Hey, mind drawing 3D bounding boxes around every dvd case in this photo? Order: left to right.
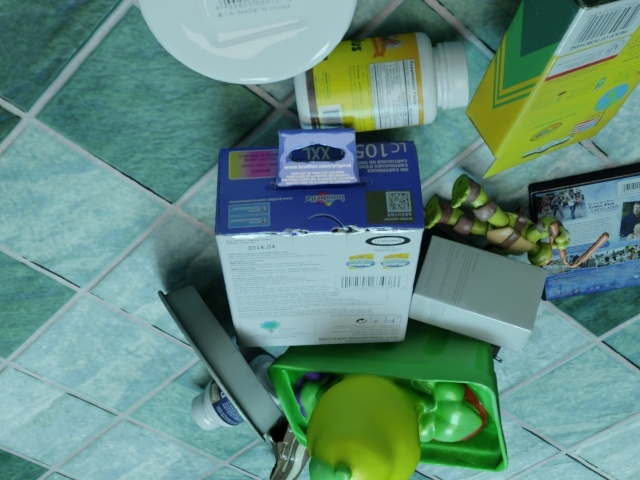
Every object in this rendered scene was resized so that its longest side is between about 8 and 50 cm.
[{"bbox_3d":[0.427,-0.007,1.407,0.180,0.022,0.253,-10,133,9],"label":"dvd case"}]

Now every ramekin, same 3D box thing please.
[{"bbox_3d":[-0.082,-0.313,1.022,0.277,0.135,0.277,-1,134,-1],"label":"ramekin"}]

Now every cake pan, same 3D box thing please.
[{"bbox_3d":[-0.154,0.186,1.422,0.054,0.293,0.293,-35,131,-9],"label":"cake pan"}]

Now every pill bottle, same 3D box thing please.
[{"bbox_3d":[-0.149,0.280,1.616,0.169,0.094,0.094,-30,127,24],"label":"pill bottle"},{"bbox_3d":[0.077,-0.201,1.145,0.215,0.117,0.117,-6,134,4],"label":"pill bottle"}]

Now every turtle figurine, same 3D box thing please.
[{"bbox_3d":[0.280,-0.019,1.336,0.217,0.087,0.269,29,155,-18],"label":"turtle figurine"}]

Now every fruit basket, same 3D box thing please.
[{"bbox_3d":[0.096,0.286,1.397,0.392,0.392,0.283,-11,132,9],"label":"fruit basket"}]

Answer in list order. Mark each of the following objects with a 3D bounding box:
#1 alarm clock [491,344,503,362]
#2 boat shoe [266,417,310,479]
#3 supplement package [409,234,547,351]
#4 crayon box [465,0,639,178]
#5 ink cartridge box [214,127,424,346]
[{"bbox_3d":[0.229,0.163,1.540,0.192,0.064,0.129,19,131,-14],"label":"alarm clock"},{"bbox_3d":[-0.059,0.378,1.727,0.095,0.095,0.257,24,124,-5],"label":"boat shoe"},{"bbox_3d":[0.234,0.081,1.345,0.179,0.105,0.105,18,156,9],"label":"supplement package"},{"bbox_3d":[0.303,-0.215,1.072,0.202,0.081,0.318,-20,156,-22],"label":"crayon box"},{"bbox_3d":[0.000,0.000,1.254,0.270,0.151,0.395,-2,150,-1],"label":"ink cartridge box"}]
